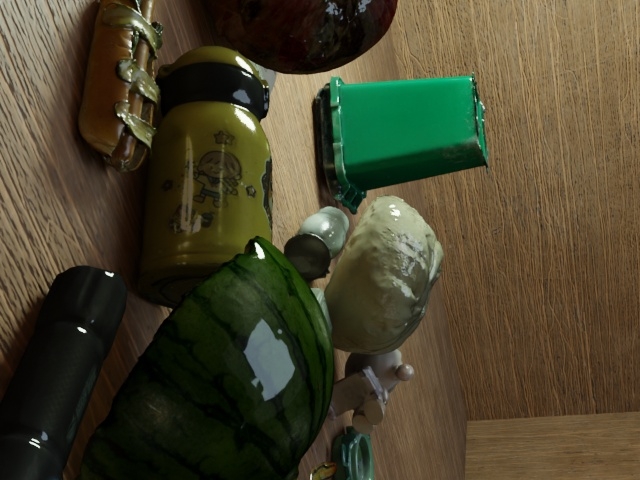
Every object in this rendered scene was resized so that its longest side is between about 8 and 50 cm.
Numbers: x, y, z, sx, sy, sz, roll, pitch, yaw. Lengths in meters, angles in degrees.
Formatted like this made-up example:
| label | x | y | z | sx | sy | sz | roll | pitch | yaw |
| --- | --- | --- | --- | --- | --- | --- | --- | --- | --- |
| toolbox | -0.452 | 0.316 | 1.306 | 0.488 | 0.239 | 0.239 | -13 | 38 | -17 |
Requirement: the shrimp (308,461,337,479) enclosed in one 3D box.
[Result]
| label | x | y | z | sx | sy | sz | roll | pitch | yaw |
| --- | --- | --- | --- | --- | --- | --- | --- | --- | --- |
| shrimp | 0.015 | 0.473 | 1.563 | 0.253 | 0.058 | 0.173 | -47 | 120 | -68 |

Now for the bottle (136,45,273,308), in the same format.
| label | x | y | z | sx | sy | sz | roll | pitch | yaw |
| --- | --- | --- | --- | --- | --- | --- | --- | --- | --- |
| bottle | -0.144 | -0.094 | 1.144 | 0.171 | 0.171 | 0.351 | 51 | 36 | -63 |

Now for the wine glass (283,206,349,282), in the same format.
| label | x | y | z | sx | sy | sz | roll | pitch | yaw |
| --- | --- | --- | --- | --- | --- | --- | --- | --- | --- |
| wine glass | 0.000 | 0.000 | 1.763 | 0.222 | 0.103 | 0.103 | -53 | 135 | -66 |

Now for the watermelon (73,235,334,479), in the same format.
| label | x | y | z | sx | sy | sz | roll | pitch | yaw |
| --- | --- | --- | --- | --- | --- | --- | --- | --- | --- |
| watermelon | -0.086 | 0.165 | 0.891 | 0.331 | 0.189 | 0.331 | -60 | 179 | -1 |

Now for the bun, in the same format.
| label | x | y | z | sx | sy | sz | roll | pitch | yaw |
| --- | --- | --- | --- | --- | --- | --- | --- | --- | --- |
| bun | 0.130 | 0.083 | 1.770 | 0.360 | 0.211 | 0.360 | -63 | 176 | -7 |

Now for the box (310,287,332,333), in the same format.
| label | x | y | z | sx | sy | sz | roll | pitch | yaw |
| --- | --- | --- | --- | --- | --- | --- | --- | --- | --- |
| box | -0.037 | 0.163 | 1.574 | 0.172 | 0.093 | 0.124 | -72 | 152 | -57 |

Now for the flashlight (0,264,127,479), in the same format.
| label | x | y | z | sx | sy | sz | roll | pitch | yaw |
| --- | --- | --- | --- | --- | --- | --- | --- | --- | --- |
| flashlight | -0.257 | 0.188 | 0.765 | 0.424 | 0.103 | 0.103 | -80 | 158 | -48 |

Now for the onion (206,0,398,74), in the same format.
| label | x | y | z | sx | sy | sz | roll | pitch | yaw |
| --- | --- | --- | --- | --- | --- | --- | --- | --- | --- |
| onion | -0.036 | -0.443 | 1.441 | 0.353 | 0.353 | 0.353 | -7 | 90 | -75 |

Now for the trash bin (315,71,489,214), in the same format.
| label | x | y | z | sx | sy | sz | roll | pitch | yaw |
| --- | --- | --- | --- | --- | --- | --- | --- | --- | --- |
| trash bin | 0.194 | -0.237 | 2.041 | 0.259 | 0.381 | 0.295 | 29 | 56 | -70 |

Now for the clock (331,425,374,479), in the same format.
| label | x | y | z | sx | sy | sz | roll | pitch | yaw |
| --- | --- | --- | --- | --- | --- | --- | --- | --- | --- |
| clock | 0.068 | 0.485 | 1.889 | 0.188 | 0.060 | 0.148 | 12 | 73 | -74 |

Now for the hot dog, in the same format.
| label | x | y | z | sx | sy | sz | roll | pitch | yaw |
| --- | --- | --- | --- | --- | --- | --- | --- | --- | --- |
| hot dog | -0.236 | -0.204 | 1.048 | 0.109 | 0.072 | 0.269 | 57 | 32 | -64 |

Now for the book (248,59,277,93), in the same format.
| label | x | y | z | sx | sy | sz | roll | pitch | yaw |
| --- | --- | --- | --- | --- | --- | --- | --- | --- | --- |
| book | -0.118 | -0.323 | 1.635 | 0.182 | 0.014 | 0.127 | -77 | 155 | -50 |

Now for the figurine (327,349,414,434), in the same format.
| label | x | y | z | sx | sy | sz | roll | pitch | yaw |
| --- | --- | --- | --- | --- | --- | --- | --- | --- | --- |
| figurine | 0.096 | 0.296 | 1.857 | 0.144 | 0.182 | 0.256 | 40 | 21 | 4 |
